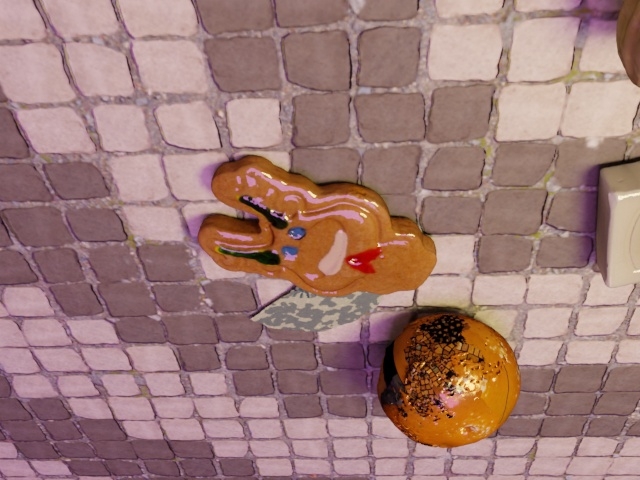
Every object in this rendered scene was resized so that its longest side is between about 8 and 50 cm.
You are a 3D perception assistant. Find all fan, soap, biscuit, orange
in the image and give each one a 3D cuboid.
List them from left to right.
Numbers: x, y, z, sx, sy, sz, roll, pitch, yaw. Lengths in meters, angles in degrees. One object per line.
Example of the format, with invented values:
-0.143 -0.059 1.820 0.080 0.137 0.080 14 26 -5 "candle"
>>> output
0.000 0.000 0.972 0.334 0.047 0.202 16 132 -13 "biscuit"
0.001 0.101 1.109 0.240 0.009 0.131 -20 132 22 "fan"
0.204 0.226 1.118 0.234 0.182 0.234 -6 130 -7 "orange"
0.428 -0.024 0.922 0.121 0.063 0.183 -11 135 10 "soap"

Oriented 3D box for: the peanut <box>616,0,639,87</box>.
0.417 -0.258 0.612 0.174 0.158 0.340 38 125 -5 "peanut"
